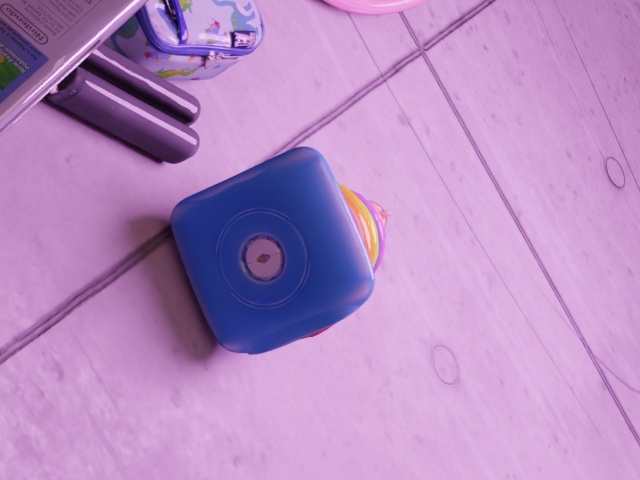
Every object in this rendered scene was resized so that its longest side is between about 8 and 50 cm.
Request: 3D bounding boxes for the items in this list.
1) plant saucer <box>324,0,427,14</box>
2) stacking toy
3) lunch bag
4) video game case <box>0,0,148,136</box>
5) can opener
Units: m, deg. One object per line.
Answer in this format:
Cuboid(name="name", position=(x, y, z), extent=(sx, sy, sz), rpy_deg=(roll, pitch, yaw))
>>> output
Cuboid(name="plant saucer", position=(0.078, -0.419, 1.998), extent=(0.332, 0.332, 0.084), rpy_deg=(21, 15, -45))
Cuboid(name="stacking toy", position=(0.000, 0.000, 1.759), extent=(0.166, 0.175, 0.302), rpy_deg=(67, 21, 2))
Cuboid(name="lunch bag", position=(-0.157, -0.264, 1.740), extent=(0.176, 0.090, 0.219), rpy_deg=(-3, 72, -50))
Cuboid(name="video game case", position=(-0.333, -0.214, 1.339), extent=(0.329, 0.036, 0.300), rpy_deg=(40, 54, 0))
Cuboid(name="can opener", position=(-0.202, -0.159, 1.611), extent=(0.283, 0.095, 0.076), rpy_deg=(28, 50, -41))
